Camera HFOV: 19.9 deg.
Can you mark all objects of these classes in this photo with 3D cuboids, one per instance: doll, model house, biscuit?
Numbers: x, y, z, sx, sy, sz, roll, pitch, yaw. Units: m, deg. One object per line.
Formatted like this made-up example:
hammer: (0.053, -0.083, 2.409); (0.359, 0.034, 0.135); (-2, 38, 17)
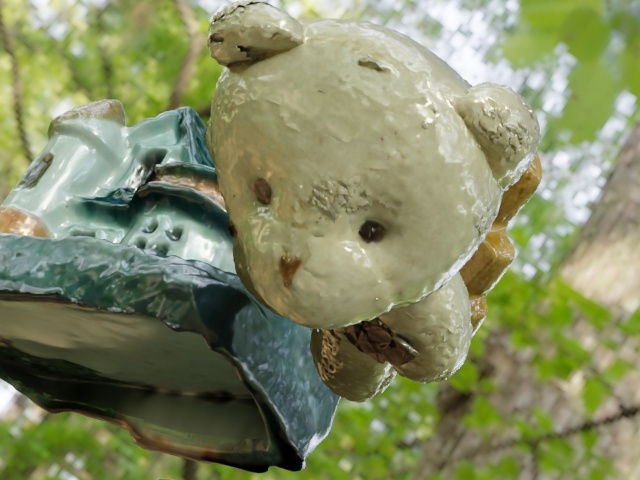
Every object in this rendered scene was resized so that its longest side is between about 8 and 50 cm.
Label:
doll: (0.003, 0.003, 0.950); (0.175, 0.149, 0.278); (19, -27, 5)
model house: (-0.086, -0.013, 1.225); (0.253, 0.291, 0.184); (6, -38, 33)
biscuit: (0.096, -0.007, 1.463); (0.041, 0.238, 0.212); (6, 4, -31)

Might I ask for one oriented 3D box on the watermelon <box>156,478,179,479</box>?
watermelon: (0.009, 0.312, 1.170); (0.289, 0.214, 0.320); (36, -21, 42)
